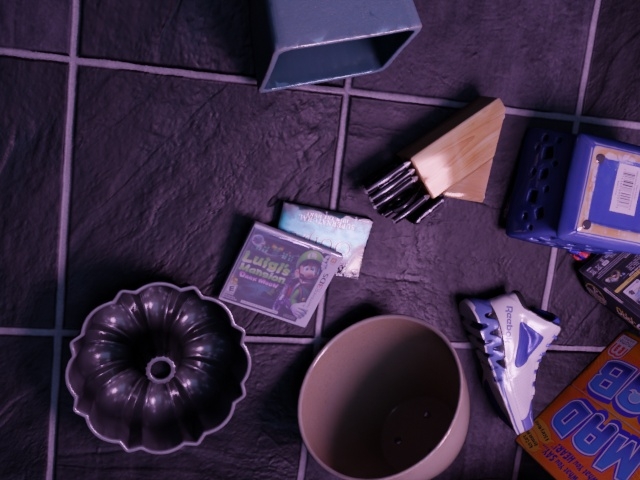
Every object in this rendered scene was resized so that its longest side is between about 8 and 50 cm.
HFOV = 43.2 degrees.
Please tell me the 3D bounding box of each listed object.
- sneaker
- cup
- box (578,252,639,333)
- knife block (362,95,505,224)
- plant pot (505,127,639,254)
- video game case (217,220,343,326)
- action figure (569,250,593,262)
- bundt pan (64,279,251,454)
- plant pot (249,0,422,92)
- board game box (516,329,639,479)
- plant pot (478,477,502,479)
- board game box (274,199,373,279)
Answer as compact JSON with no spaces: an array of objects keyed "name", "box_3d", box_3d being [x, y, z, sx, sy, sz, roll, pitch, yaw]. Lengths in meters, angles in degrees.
[{"name":"sneaker","box_3d":[0.425,0.238,1.689,0.182,0.127,0.315,-22,105,-7]},{"name":"cup","box_3d":[0.154,0.344,1.570,0.331,0.331,0.237,-42,136,-3]},{"name":"box","box_3d":[0.786,0.044,1.641,0.395,0.318,0.097,-39,134,-5]},{"name":"knife block","box_3d":[0.207,-0.162,1.564,0.242,0.088,0.275,10,100,-17]},{"name":"plant pot","box_3d":[0.532,-0.093,1.586,0.236,0.212,0.235,11,92,-16]},{"name":"video game case","box_3d":[-0.077,0.068,1.553,0.191,0.022,0.173,21,110,-19]},{"name":"action figure","box_3d":[0.546,0.019,1.726,0.115,0.030,0.038,30,88,-21]},{"name":"bundt pan","box_3d":[-0.300,0.220,1.499,0.331,0.124,0.330,-3,102,-14]},{"name":"plant pot","box_3d":[-0.004,-0.423,1.380,0.247,0.248,0.252,-13,87,-12]},{"name":"board game box","box_3d":[0.717,0.477,1.697,0.356,0.356,0.356,-45,108,-2]},{"name":"plant pot","box_3d":[0.405,0.650,1.695,0.323,0.280,0.323,-3,103,-13]},{"name":"board game box","box_3d":[0.000,0.000,1.579,0.186,0.026,0.126,10,99,-16]}]
